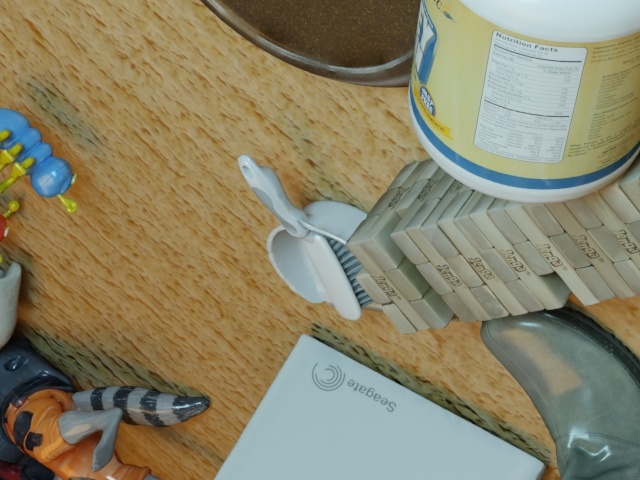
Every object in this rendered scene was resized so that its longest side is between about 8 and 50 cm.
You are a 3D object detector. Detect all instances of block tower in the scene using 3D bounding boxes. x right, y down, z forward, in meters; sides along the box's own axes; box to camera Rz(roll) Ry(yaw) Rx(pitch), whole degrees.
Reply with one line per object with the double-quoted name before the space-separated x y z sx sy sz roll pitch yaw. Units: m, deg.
"block tower" 0.153 -0.015 1.271 0.091 0.097 0.335 49 146 -19

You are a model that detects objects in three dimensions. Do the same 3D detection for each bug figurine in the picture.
"bug figurine" -0.311 -0.087 1.671 0.216 0.072 0.279 50 152 -8

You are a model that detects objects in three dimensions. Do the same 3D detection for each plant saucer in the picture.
"plant saucer" -0.011 -0.208 1.233 0.310 0.050 0.311 25 146 18

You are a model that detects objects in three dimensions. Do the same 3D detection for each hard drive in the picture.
"hard drive" -0.004 0.279 1.568 0.233 0.353 0.047 28 167 17

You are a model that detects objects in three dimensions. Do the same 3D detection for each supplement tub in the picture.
"supplement tub" 0.128 -0.132 1.091 0.144 0.144 0.200 27 144 17

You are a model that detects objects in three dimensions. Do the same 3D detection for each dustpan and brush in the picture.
"dustpan and brush" 0.000 0.000 1.476 0.147 0.060 0.211 5 136 42

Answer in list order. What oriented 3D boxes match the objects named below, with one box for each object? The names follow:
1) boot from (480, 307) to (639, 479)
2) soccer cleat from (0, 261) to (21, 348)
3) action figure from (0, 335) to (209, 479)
"boot" 0.188 0.167 1.403 0.246 0.161 0.083 42 148 -7
"soccer cleat" -0.423 -0.016 1.863 0.331 0.116 0.143 33 133 4
"action figure" -0.250 0.190 1.944 0.330 0.178 0.341 22 173 36
